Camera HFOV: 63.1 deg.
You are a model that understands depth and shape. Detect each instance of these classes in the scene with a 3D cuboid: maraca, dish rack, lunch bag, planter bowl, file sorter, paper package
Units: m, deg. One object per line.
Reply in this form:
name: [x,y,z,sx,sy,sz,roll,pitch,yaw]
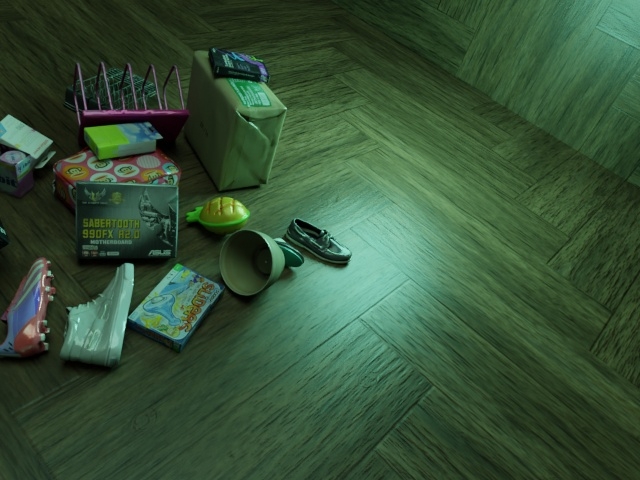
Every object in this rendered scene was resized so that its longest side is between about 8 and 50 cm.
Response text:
maraca: [-0.283,-0.069,1.434,0.185,0.099,0.127,8,26,25]
dish rack: [-0.688,-0.489,1.746,0.208,0.074,0.271,27,39,6]
lunch bag: [-0.559,-0.176,1.416,0.258,0.120,0.293,37,44,20]
planter bowl: [-0.158,0.053,1.318,0.162,0.162,0.109,41,19,22]
file sorter: [-0.573,-0.413,1.556,0.290,0.202,0.182,-8,82,-29]
paper package: [-0.276,-0.364,1.592,0.168,0.310,0.325,-12,51,-32]

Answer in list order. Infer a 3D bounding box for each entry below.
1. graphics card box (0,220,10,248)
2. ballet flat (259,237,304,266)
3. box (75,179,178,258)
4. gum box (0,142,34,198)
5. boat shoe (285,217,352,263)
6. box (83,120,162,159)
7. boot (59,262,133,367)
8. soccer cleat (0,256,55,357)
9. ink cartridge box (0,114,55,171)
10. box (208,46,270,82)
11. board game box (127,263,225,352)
graphics card box: [-0.852,-0.071,1.132,0.232,0.094,0.371,-35,59,-11]
ballet flat: [-0.139,0.016,1.418,0.203,0.074,0.074,14,41,-4]
box: [-0.468,-0.049,1.269,0.231,0.183,0.056,1,12,-22]
gum box: [-0.841,-0.195,1.332,0.188,0.107,0.062,20,41,0]
boat shoe: [0.000,0.000,1.492,0.206,0.065,0.075,25,41,5]
box: [-0.537,-0.277,1.427,0.178,0.042,0.109,-17,48,-36]
boot: [-0.477,0.144,1.116,0.123,0.095,0.258,12,42,-20]
soccer cleat: [-0.615,0.132,1.091,0.095,0.083,0.248,-4,49,-19]
ink cartridge box: [-0.799,-0.244,1.392,0.143,0.090,0.092,34,38,-19]
box: [-0.235,-0.505,1.502,0.162,0.029,0.116,2,42,-25]
board game box: [-0.331,0.152,1.214,0.136,0.035,0.201,24,41,5]
